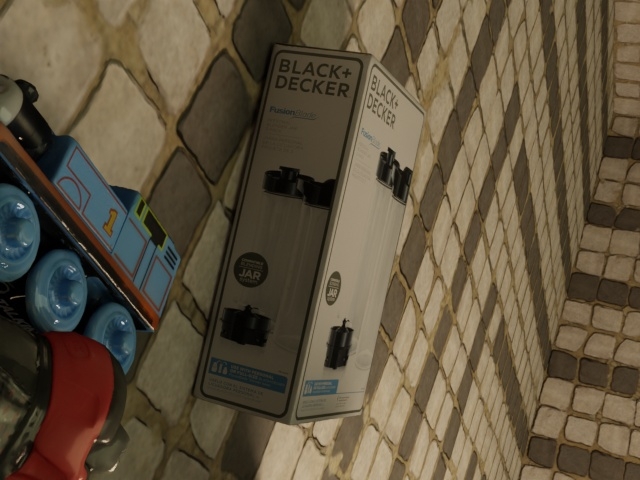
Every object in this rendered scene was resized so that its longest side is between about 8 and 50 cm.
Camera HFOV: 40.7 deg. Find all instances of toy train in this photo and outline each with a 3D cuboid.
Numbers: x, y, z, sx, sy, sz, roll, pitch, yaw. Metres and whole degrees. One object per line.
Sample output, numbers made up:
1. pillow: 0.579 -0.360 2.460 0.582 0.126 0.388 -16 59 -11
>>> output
1. toy train: -0.141 -0.001 0.432 0.184 0.080 0.105 64 32 -50

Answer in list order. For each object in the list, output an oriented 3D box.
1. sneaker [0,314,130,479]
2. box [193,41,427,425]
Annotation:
1. sneaker: -0.201 0.134 0.333 0.135 0.097 0.276 40 79 -33
2. box: 0.000 0.000 0.731 0.169 0.087 0.290 23 79 -66
